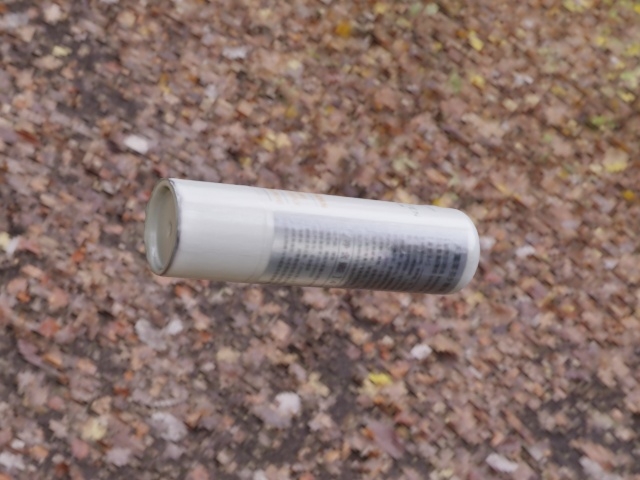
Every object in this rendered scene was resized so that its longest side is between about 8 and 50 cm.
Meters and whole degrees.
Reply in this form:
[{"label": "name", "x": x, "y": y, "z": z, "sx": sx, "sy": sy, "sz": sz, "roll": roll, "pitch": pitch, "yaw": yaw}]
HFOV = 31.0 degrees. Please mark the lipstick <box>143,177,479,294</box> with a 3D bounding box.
[{"label": "lipstick", "x": 0.000, "y": 0.000, "z": 0.475, "sx": 0.141, "sy": 0.040, "sz": 0.040, "roll": 6, "pitch": 43, "yaw": -28}]
